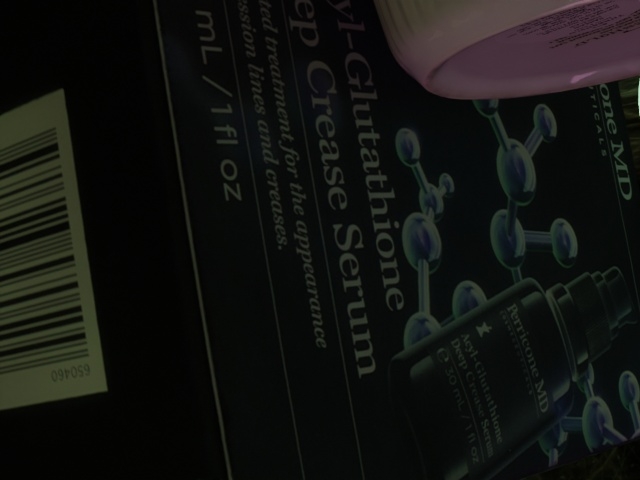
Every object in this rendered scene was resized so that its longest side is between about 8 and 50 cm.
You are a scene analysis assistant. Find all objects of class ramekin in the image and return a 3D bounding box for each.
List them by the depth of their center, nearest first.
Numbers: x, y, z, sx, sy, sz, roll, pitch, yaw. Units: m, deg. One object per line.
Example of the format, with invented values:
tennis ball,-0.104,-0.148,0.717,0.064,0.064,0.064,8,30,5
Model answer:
ramekin,0.112,-0.133,0.520,0.207,0.109,0.207,-10,174,-1

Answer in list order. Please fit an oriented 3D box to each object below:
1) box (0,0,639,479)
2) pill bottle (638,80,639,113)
box,0.000,0.000,0.695,0.212,0.293,0.395,-15,173,40
pill bottle,0.373,-0.118,0.822,0.169,0.169,0.302,-5,171,-44
